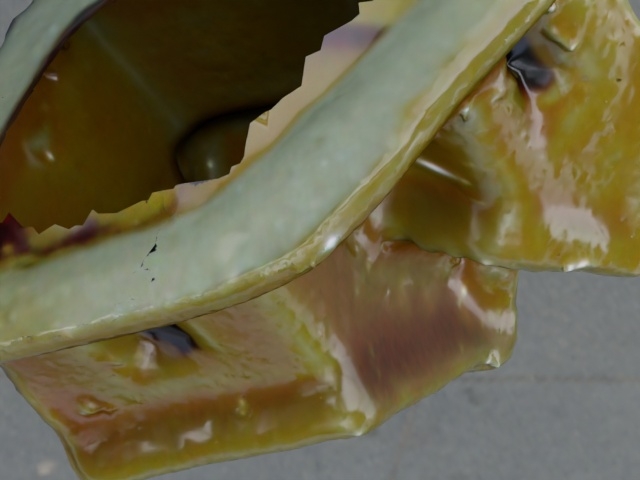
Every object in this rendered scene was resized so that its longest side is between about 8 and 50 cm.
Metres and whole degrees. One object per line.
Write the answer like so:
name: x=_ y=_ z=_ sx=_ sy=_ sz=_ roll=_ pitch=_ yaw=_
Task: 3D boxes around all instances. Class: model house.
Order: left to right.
model house: x=0.009 y=0.002 z=0.622 sx=0.268 sy=0.173 sz=0.239 roll=-12 pitch=144 yaw=24
